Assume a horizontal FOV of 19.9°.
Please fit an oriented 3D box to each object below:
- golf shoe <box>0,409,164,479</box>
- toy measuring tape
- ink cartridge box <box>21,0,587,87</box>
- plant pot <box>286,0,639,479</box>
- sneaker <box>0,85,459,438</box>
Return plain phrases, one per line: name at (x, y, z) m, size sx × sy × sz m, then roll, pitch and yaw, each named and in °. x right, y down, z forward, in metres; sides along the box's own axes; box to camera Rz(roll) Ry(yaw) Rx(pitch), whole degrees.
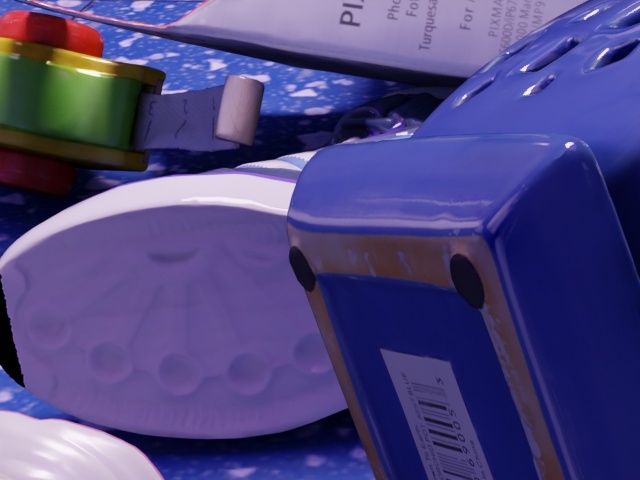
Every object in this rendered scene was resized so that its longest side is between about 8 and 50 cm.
golf shoe at (-0.212, 0.130, 0.711) m, size 0.306 × 0.115 × 0.140 m, roll 1°, pitch 29°, yaw 12°
toy measuring tape at (-0.152, -0.083, 1.090) m, size 0.121 × 0.121 × 0.330 m, roll -17°, pitch 11°, yaw -26°
ink cartridge box at (0.016, -0.147, 1.101) m, size 0.384 × 0.091 × 0.308 m, roll 11°, pitch 4°, yaw 10°
plant pot at (0.130, 0.033, 0.681) m, size 0.212 × 0.236 × 0.236 m, roll -25°, pitch 12°, yaw -22°
sneaker at (0.000, -0.001, 0.963) m, size 0.322 × 0.130 × 0.236 m, roll -9°, pitch 15°, yaw 2°
